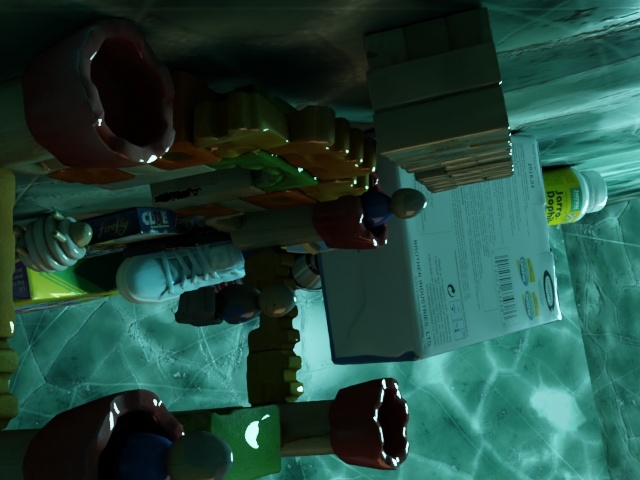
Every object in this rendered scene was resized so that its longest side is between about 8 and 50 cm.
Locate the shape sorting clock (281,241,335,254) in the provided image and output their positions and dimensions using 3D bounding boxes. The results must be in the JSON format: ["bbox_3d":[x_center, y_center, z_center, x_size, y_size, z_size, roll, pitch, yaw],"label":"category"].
[{"bbox_3d":[-0.050,-0.043,0.885,0.206,0.040,0.206,14,147,9],"label":"shape sorting clock"}]

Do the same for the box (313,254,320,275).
[{"bbox_3d":[0.190,-0.040,1.423,0.382,0.143,0.191,-6,169,-27],"label":"box"}]

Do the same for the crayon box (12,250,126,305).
[{"bbox_3d":[-0.612,0.091,1.657,0.363,0.106,0.313,-12,174,27],"label":"crayon box"}]

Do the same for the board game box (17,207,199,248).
[{"bbox_3d":[-0.346,-0.009,1.310,0.243,0.042,0.165,-12,176,23],"label":"board game box"}]

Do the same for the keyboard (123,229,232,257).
[{"bbox_3d":[-0.231,0.004,1.310,0.180,0.023,0.108,-10,-177,-6],"label":"keyboard"}]

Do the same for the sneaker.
[{"bbox_3d":[-0.233,0.031,1.628,0.366,0.135,0.150,-21,-178,-35],"label":"sneaker"}]

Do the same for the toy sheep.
[{"bbox_3d":[-0.382,0.005,1.119,0.132,0.091,0.091,-16,175,9],"label":"toy sheep"}]

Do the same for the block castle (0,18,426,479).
[{"bbox_3d":[-0.061,0.045,0.617,0.213,0.302,0.453,-9,168,25],"label":"block castle"}]

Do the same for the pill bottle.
[{"bbox_3d":[0.473,-0.089,1.636,0.209,0.117,0.117,-8,176,-15],"label":"pill bottle"}]

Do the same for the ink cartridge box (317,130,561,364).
[{"bbox_3d":[0.181,0.001,1.065,0.396,0.269,0.151,-6,178,-44],"label":"ink cartridge box"}]

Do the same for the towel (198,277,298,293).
[{"bbox_3d":[-0.147,0.046,1.803,0.275,0.198,0.031,-9,136,-8],"label":"towel"}]

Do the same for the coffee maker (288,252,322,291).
[{"bbox_3d":[0.000,0.000,1.556,0.120,0.171,0.178,-13,167,-23],"label":"coffee maker"}]

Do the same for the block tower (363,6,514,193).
[{"bbox_3d":[0.115,-0.105,0.689,0.097,0.090,0.335,-10,177,12],"label":"block tower"}]
